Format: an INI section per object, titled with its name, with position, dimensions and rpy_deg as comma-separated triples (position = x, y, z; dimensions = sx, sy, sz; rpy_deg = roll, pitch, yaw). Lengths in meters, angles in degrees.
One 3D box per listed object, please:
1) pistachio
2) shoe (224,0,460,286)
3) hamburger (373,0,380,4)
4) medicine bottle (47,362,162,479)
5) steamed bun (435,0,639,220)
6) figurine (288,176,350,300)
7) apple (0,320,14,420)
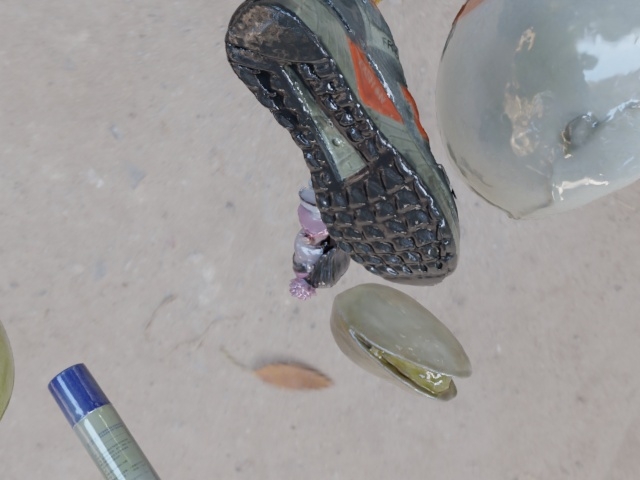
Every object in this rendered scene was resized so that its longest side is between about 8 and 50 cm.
[pistachio]
position = 0.111, 0.146, 1.627
dimensions = 0.223, 0.152, 0.126
rpy_deg = 33, 112, 4
[shoe]
position = 0.028, -0.061, 0.586
dimensions = 0.074, 0.077, 0.194
rpy_deg = -5, 131, 39
[hamburger]
position = 0.022, -0.363, 1.511
dimensions = 0.164, 0.093, 0.189
rpy_deg = -23, 134, -9
[medicine bottle]
position = -0.255, 0.260, 1.406
dimensions = 0.059, 0.059, 0.231
rpy_deg = -39, 75, 12
[steamed bun]
position = 0.200, -0.148, 0.809
dimensions = 0.283, 0.283, 0.177
rpy_deg = -33, 94, 11
[figurine]
position = 0.000, 0.000, 1.071
dimensions = 0.054, 0.072, 0.129
rpy_deg = 22, 143, 14
[apple]
position = -0.370, 0.128, 0.873
dimensions = 0.262, 0.262, 0.262
rpy_deg = 1, 104, 3
